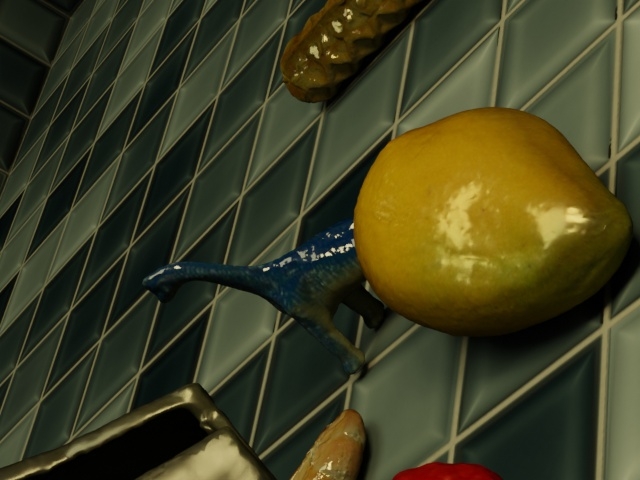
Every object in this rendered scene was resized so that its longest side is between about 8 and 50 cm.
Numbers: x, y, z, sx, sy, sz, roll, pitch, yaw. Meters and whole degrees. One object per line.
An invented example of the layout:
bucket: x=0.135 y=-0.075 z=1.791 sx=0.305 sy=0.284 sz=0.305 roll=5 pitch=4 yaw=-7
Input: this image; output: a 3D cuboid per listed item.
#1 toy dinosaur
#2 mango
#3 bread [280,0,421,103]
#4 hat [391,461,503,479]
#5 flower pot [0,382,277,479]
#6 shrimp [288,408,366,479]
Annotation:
toy dinosaur: x=0.000 y=0.000 z=1.501 sx=0.247 sy=0.188 sz=0.075 roll=-48 pitch=21 yaw=19
mango: x=0.119 y=-0.013 z=1.337 sx=0.176 sy=0.119 sz=0.317 roll=-58 pitch=28 yaw=-6
bread: x=0.073 y=-0.269 z=1.900 sx=0.077 sy=0.084 sz=0.367 roll=-19 pitch=-20 yaw=-48
hat: x=0.031 y=0.266 z=1.033 sx=0.274 sy=0.242 sz=0.332 roll=-8 pitch=26 yaw=39
flower pot: x=-0.108 y=0.263 z=1.245 sx=0.251 sy=0.379 sz=0.379 roll=-39 pitch=17 yaw=-6
shrimp: x=-0.036 y=0.234 z=1.440 sx=0.236 sy=0.053 sz=0.133 roll=-60 pitch=20 yaw=-12
